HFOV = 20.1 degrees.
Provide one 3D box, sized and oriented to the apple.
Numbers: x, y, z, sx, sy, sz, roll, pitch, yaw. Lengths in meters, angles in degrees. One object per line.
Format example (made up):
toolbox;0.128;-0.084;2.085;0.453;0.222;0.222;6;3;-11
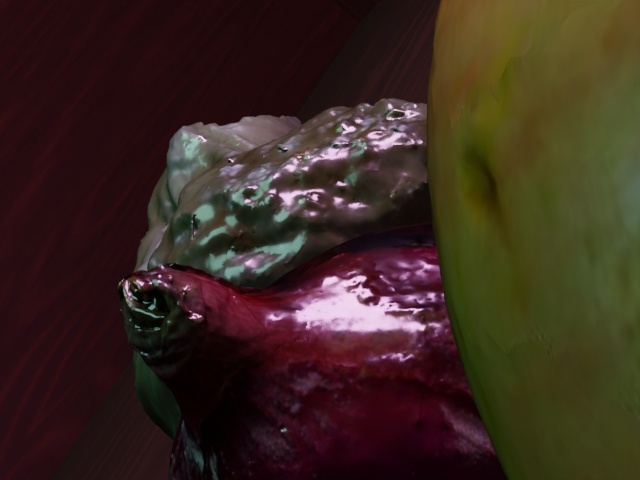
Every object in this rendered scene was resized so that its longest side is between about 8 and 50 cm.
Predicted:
apple;0.165;-0.050;0.360;0.309;0.252;0.314;134;154;-72

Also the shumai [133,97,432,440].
shumai;0.001;0.001;0.878;0.218;0.256;0.189;31;124;47

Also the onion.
onion;0.011;0.077;0.703;0.195;0.218;0.140;-42;37;12
